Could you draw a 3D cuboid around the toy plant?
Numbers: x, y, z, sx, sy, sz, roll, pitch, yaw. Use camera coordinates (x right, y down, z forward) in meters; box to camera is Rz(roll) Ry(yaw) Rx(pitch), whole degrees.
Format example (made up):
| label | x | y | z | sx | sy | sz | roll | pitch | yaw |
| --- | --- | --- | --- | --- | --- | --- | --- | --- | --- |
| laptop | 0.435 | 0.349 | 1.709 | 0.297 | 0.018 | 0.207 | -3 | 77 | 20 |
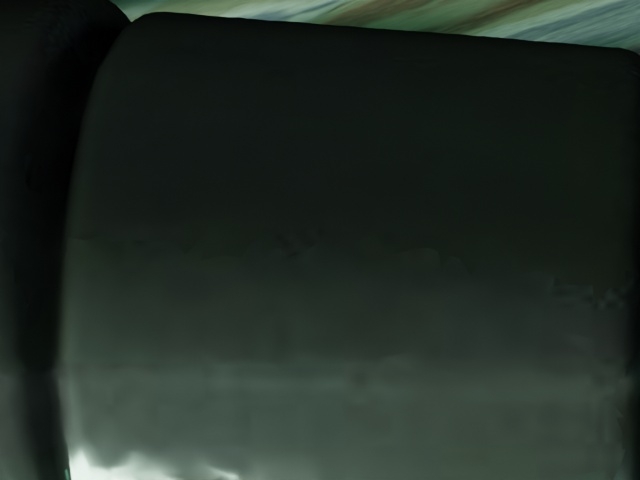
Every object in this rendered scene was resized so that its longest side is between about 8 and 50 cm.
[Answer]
| label | x | y | z | sx | sy | sz | roll | pitch | yaw |
| --- | --- | --- | --- | --- | --- | --- | --- | --- | --- |
| toy plant | -0.109 | 0.029 | 0.521 | 0.400 | 0.279 | 0.185 | 0 | 138 | 11 |
